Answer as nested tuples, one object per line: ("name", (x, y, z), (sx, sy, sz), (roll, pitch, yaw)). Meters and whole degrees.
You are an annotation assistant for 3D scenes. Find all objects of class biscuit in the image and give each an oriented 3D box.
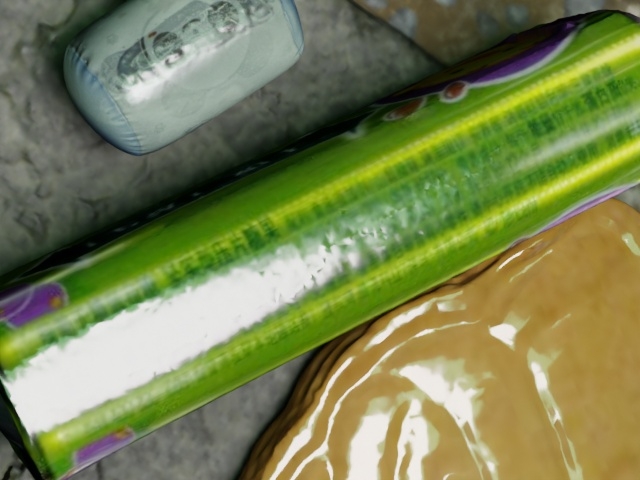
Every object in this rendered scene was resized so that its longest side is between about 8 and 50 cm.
("biscuit", (0.114, 0.157, 0.801), (0.351, 0.057, 0.312), (-29, 100, -16))

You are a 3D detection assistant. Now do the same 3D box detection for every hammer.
("hammer", (-0.099, -0.142, 0.714), (0.116, 0.069, 0.194), (-34, 95, -14))

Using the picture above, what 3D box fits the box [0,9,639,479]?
("box", (0.000, 0.000, 0.713), (0.345, 0.134, 0.097), (-26, 101, -17))
